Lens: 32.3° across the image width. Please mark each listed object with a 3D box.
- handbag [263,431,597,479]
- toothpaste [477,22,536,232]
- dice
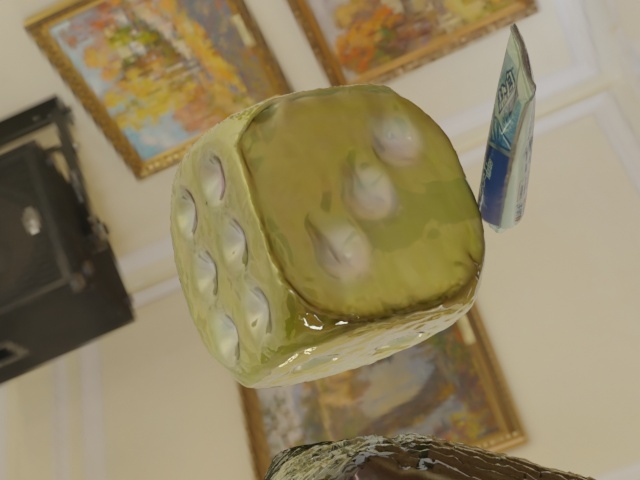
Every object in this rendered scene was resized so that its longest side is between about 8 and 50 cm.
[{"bbox_3d":[0.029,0.267,0.589,0.240,0.247,0.341,161,129,-78],"label":"handbag"},{"bbox_3d":[0.172,-0.081,1.004,0.268,0.047,0.069,85,-151,-59],"label":"toothpaste"},{"bbox_3d":[0.000,0.000,1.082,0.227,0.233,0.238,-40,64,55],"label":"dice"}]
